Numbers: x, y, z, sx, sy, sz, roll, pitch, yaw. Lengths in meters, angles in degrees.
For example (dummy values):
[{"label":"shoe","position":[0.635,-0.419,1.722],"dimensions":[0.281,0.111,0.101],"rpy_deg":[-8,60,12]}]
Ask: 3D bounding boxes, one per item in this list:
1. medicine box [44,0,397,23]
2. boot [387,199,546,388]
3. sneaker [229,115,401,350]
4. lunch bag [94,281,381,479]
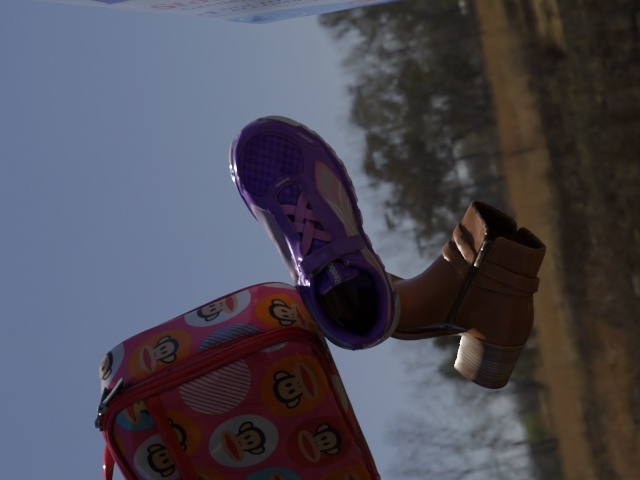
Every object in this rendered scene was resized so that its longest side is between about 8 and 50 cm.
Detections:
[{"label":"medicine box","position":[-0.002,-0.208,0.689],"dimensions":[0.289,0.264,0.149],"rpy_deg":[-12,-83,-61]},{"label":"boot","position":[0.121,0.030,1.247],"dimensions":[0.073,0.197,0.152],"rpy_deg":[-22,-47,-48]},{"label":"sneaker","position":[0.000,0.000,1.163],"dimensions":[0.236,0.095,0.104],"rpy_deg":[61,-174,-10]},{"label":"lunch bag","position":[-0.091,0.201,1.288],"dimensions":[0.120,0.258,0.293],"rpy_deg":[-113,1,-56]}]
